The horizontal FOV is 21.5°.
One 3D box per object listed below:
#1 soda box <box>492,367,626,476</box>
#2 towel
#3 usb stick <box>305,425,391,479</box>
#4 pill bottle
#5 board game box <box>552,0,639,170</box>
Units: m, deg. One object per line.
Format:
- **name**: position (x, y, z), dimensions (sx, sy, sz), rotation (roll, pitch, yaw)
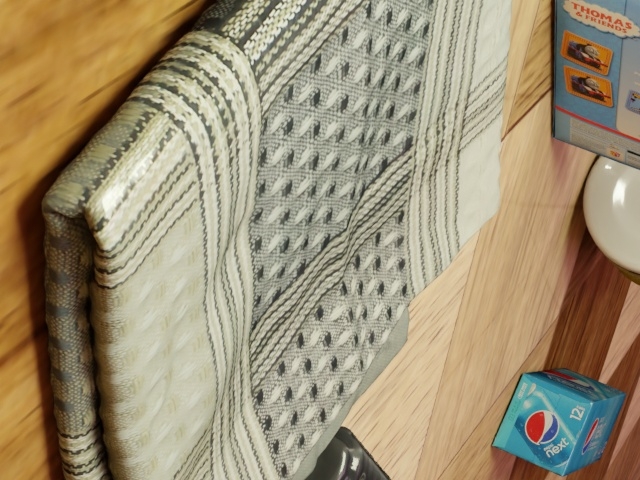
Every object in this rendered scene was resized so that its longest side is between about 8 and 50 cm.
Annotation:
- **soda box**: position (0.217, 0.159, 1.511), dimensions (0.071, 0.067, 0.210), rotation (-68, 163, 4)
- **towel**: position (0.000, 0.000, 0.698), dimensions (0.312, 0.056, 0.324), rotation (-53, 159, -36)
- **usb stick**: position (0.016, 0.165, 0.969), dimensions (0.077, 0.045, 0.278), rotation (-56, 161, -10)
- **pill bottle**: position (0.290, -0.019, 1.414), dimensions (0.119, 0.119, 0.208), rotation (-66, 162, -1)
- **board game box**: position (0.224, -0.100, 1.049), dimensions (0.039, 0.160, 0.211), rotation (-61, 162, -19)
